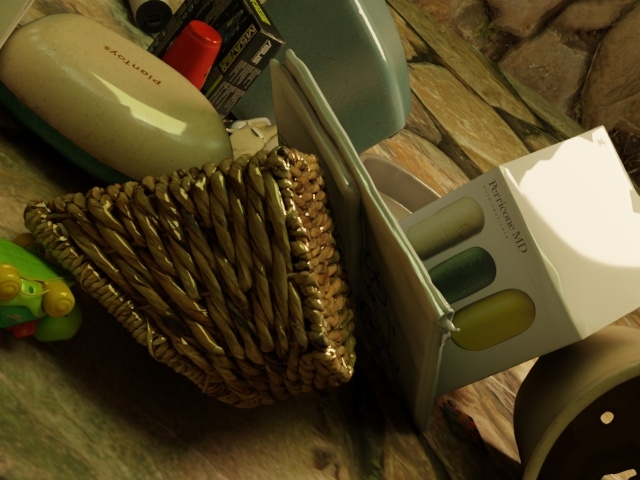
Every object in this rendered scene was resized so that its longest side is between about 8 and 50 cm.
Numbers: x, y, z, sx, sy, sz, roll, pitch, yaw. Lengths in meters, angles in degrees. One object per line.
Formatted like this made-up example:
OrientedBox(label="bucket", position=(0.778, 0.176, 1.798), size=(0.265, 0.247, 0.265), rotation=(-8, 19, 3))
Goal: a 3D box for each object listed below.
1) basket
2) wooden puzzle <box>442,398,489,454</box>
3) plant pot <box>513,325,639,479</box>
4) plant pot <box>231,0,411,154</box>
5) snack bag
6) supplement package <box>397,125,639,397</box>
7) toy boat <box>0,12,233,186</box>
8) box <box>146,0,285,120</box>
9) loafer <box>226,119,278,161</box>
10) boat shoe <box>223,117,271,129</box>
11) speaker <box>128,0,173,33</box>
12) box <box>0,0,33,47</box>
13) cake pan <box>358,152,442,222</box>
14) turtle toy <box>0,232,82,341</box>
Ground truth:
OrientedBox(label="basket", position=(-0.095, 0.044, 1.146), size=(0.299, 0.223, 0.213), rotation=(-27, 104, -85))
OrientedBox(label="wooden puzzle", position=(0.165, 0.214, 1.516), size=(0.049, 0.006, 0.083), rotation=(31, 22, -30))
OrientedBox(label="plant pot", position=(0.343, 0.235, 1.408), size=(0.334, 0.334, 0.305), rotation=(38, 8, -11))
OrientedBox(label="plant pot", position=(0.003, -0.241, 1.860), size=(0.252, 0.247, 0.248), rotation=(56, 16, -10))
OrientedBox(label="snack bag", position=(0.036, 0.018, 1.369), size=(0.342, 0.037, 0.323), rotation=(60, -13, 25))
OrientedBox(label="supplement package", position=(0.208, 0.030, 1.455), size=(0.198, 0.263, 0.199), rotation=(-21, 83, -42))
OrientedBox(label="toy boat", position=(-0.198, -0.138, 1.403), size=(0.267, 0.148, 0.318), rotation=(36, 26, 1))
OrientedBox(label="box", position=(-0.141, -0.222, 1.591), size=(0.045, 0.190, 0.184), rotation=(24, 25, -41))
OrientedBox(label="loafer", position=(-0.089, -0.096, 1.552), size=(0.092, 0.102, 0.268), rotation=(19, 13, 1))
OrientedBox(label="boat shoe", position=(-0.100, -0.140, 1.718), size=(0.040, 0.049, 0.142), rotation=(6, 4, 17))
OrientedBox(label="speaker", position=(-0.248, -0.349, 1.873), size=(0.055, 0.055, 0.136), rotation=(29, 23, -33))
OrientedBox(label="box", position=(-0.384, -0.256, 1.198), size=(0.232, 0.126, 0.149), rotation=(35, -12, -18))
OrientedBox(label="cake pan", position=(0.151, -0.011, 1.917), size=(0.293, 0.054, 0.293), rotation=(37, 19, -15))
OrientedBox(label="turtle toy", position=(-0.234, 0.039, 1.012), size=(0.130, 0.066, 0.095), rotation=(26, 17, -43))
